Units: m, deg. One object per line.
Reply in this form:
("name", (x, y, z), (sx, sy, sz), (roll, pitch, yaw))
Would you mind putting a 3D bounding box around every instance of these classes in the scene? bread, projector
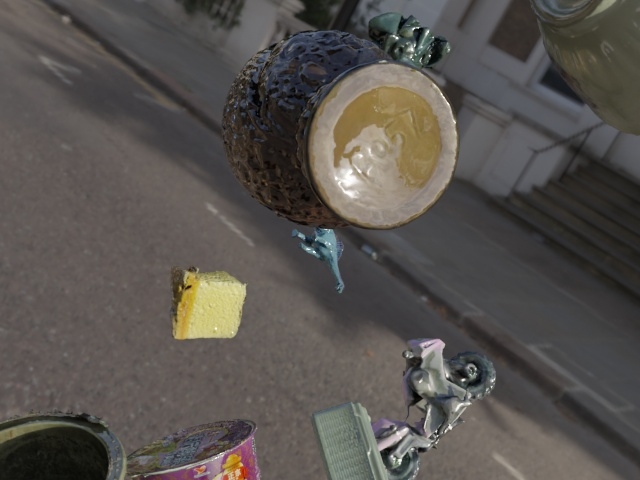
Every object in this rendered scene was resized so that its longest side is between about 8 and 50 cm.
("bread", (-0.236, 0.124, 1.720), (0.147, 0.152, 0.127), (7, 4, -24))
("projector", (0.069, 0.418, 1.406), (0.099, 0.192, 0.257), (-16, 54, -4))

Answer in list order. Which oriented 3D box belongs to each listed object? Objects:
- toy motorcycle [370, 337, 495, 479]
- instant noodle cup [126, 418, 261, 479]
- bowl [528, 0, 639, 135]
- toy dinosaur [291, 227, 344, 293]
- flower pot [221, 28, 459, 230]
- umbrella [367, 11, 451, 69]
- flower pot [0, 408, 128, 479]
("toy motorcycle", (0.186, 0.318, 1.670), (0.188, 0.327, 0.143), (40, -17, 21))
("instant noodle cup", (-0.282, 0.605, 2.020), (0.339, 0.266, 0.340), (-13, 4, 1))
("bowl", (0.325, -0.286, 0.911), (0.157, 0.337, 0.337), (5, 24, -26))
("toy dinosaur", (0.000, 0.000, 1.275), (0.080, 0.045, 0.197), (33, 29, -40))
("flower pot", (0.029, -0.129, 1.072), (0.266, 0.267, 0.267), (22, 5, -22))
("umbrella", (0.101, -0.224, 1.442), (0.143, 0.349, 0.094), (21, -14, 15))
("flower pot", (-0.370, 0.395, 1.096), (0.290, 0.259, 0.290), (-4, 27, 2))
